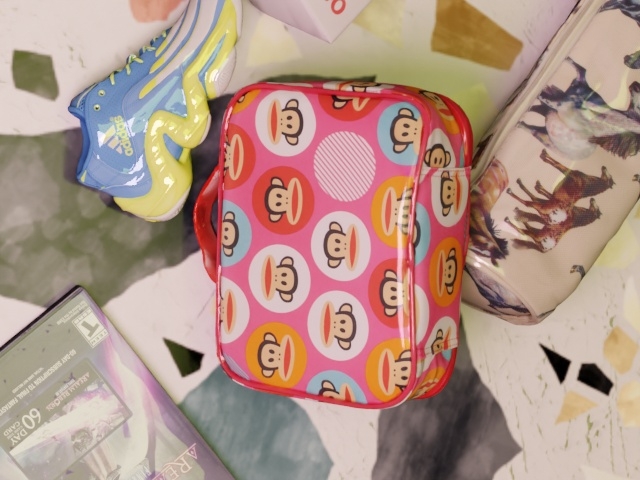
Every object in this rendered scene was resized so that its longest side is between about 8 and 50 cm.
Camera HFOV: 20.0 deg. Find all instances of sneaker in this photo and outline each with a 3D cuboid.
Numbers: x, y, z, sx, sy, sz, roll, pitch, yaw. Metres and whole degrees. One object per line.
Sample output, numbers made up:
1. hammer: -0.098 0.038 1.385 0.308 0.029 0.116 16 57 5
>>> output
1. sneaker: -0.154 -0.142 1.645 0.126 0.091 0.240 16 89 -19

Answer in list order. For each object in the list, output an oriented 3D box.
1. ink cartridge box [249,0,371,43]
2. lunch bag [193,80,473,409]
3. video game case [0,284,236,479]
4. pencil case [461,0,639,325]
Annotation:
1. ink cartridge box: 0.023 -0.346 1.644 0.273 0.115 0.198 -49 136 -11
2. lunch bag: 0.000 0.000 1.647 0.120 0.258 0.293 -7 102 -60
3. video game case: -0.215 0.208 1.680 0.196 0.026 0.274 -40 104 -13
4. pencil case: 0.241 -0.106 1.749 0.183 0.160 0.410 39 81 -20
